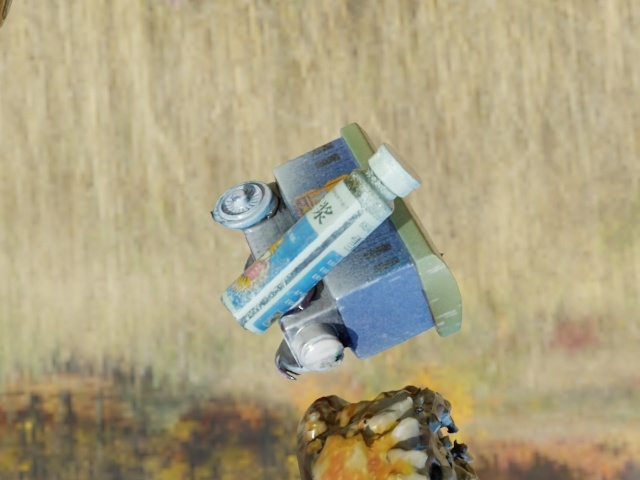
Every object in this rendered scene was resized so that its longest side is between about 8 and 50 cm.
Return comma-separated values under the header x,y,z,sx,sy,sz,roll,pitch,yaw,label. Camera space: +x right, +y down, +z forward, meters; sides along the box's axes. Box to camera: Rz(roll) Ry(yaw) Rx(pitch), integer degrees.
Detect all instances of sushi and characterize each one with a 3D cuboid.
x,y,z,sx,sy,sz,roll,pitch,yaw,label
0.116,0.338,1.435,0.176,0.417,0.417,-25,168,15,sushi

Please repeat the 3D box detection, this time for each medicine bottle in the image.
x,y,z,sx,sy,sz,roll,pitch,yaw,label
0.000,0.000,1.207,0.191,0.051,0.051,-42,164,11,medicine bottle

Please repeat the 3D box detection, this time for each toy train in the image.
x,y,z,sx,sy,sz,roll,pitch,yaw,label
0.010,0.010,1.514,0.202,0.300,0.131,-25,129,-1,toy train

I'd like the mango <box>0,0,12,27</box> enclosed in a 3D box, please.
x,y,z,sx,sy,sz,roll,pitch,yaw,label
-0.317,-0.249,1.337,0.084,0.159,0.105,-4,180,-3,mango
